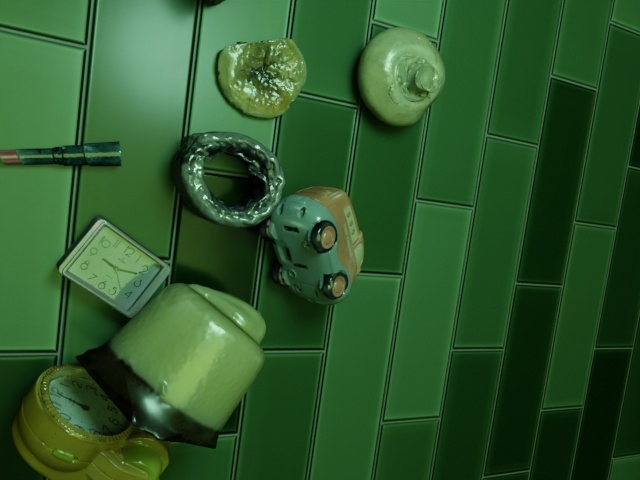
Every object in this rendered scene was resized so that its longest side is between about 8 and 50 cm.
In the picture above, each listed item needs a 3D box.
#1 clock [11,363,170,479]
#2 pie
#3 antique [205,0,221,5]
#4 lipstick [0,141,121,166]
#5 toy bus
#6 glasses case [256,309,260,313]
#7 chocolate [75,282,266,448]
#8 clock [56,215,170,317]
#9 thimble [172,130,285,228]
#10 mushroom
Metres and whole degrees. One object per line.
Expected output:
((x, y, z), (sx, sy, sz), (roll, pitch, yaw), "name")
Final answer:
((-0.485, 0.408, 1.181), (0.317, 0.244, 0.200), (39, 96, -22), "clock")
((-0.135, -0.385, 1.328), (0.218, 0.052, 0.185), (-19, 111, -20), "pie")
((-0.191, -0.591, 1.137), (0.125, 0.284, 0.150), (-39, 114, -15), "antique")
((-0.540, -0.179, 1.162), (0.234, 0.053, 0.053), (-4, 100, -24), "lipstick")
((0.000, 0.000, 1.373), (0.232, 0.194, 0.288), (-43, 129, -40), "toy bus")
((-0.215, 0.253, 1.389), (0.074, 0.049, 0.193), (32, 85, -23), "glasses case")
((-0.285, 0.233, 1.201), (0.297, 0.314, 0.326), (-58, 145, -5), "chocolate")
((-0.455, 0.061, 1.234), (0.197, 0.063, 0.150), (42, 79, -26), "clock")
((-0.210, -0.143, 1.270), (0.245, 0.157, 0.217), (35, 82, -26), "thimble")
((0.215, -0.411, 1.415), (0.246, 0.202, 0.246), (-11, 113, -26), "mushroom")
